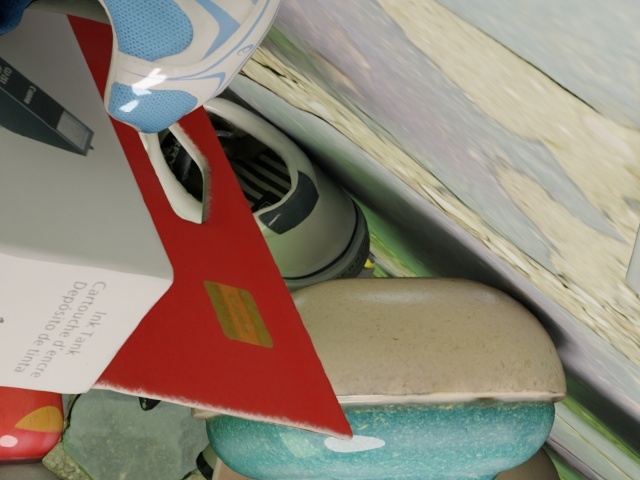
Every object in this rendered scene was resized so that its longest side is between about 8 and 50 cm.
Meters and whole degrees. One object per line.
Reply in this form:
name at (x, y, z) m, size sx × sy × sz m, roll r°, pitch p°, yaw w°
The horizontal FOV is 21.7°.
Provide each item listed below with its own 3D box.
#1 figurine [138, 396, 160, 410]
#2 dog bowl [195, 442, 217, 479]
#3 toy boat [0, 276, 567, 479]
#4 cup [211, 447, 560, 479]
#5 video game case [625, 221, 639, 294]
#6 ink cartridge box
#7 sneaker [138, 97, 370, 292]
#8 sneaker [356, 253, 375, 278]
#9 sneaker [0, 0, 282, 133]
figurine at (-0.168, 0.021, 1.583) m, size 0.215 × 0.209 × 0.092 m, roll 39°, pitch 175°, yaw 15°
dog bowl at (0.071, 0.274, 1.927) m, size 0.408 × 0.150 × 0.408 m, roll 24°, pitch -179°, yaw -1°
toy boat at (-0.036, 0.103, 0.882) m, size 0.318 × 0.148 × 0.267 m, roll -1°, pitch 172°, yaw -6°
cup at (0.067, 0.235, 1.429) m, size 0.237 × 0.331 × 0.331 m, roll 13°, pitch -175°, yaw -20°
video game case at (0.156, 0.046, 0.396) m, size 0.190 × 0.022 × 0.173 m, roll 40°, pitch 176°, yaw 13°
ink cartridge box at (-0.118, -0.071, 0.617) m, size 0.261 × 0.066 × 0.296 m, roll 13°, pitch -142°, yaw -40°
sneaker at (-0.077, -0.056, 0.978) m, size 0.258 × 0.094 × 0.091 m, roll 26°, pitch 158°, yaw 36°
sneaker at (0.000, 0.000, 1.146) m, size 0.083 × 0.031 × 0.035 m, roll 43°, pitch 175°, yaw -28°
sneaker at (-0.114, -0.126, 0.548) m, size 0.237 × 0.086 × 0.085 m, roll 40°, pitch 177°, yaw 21°
